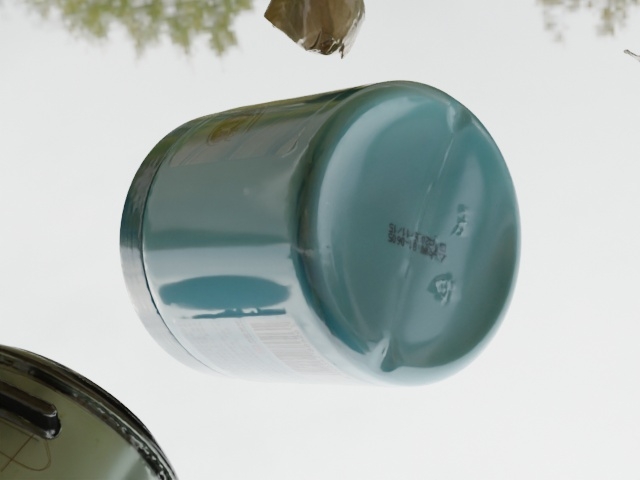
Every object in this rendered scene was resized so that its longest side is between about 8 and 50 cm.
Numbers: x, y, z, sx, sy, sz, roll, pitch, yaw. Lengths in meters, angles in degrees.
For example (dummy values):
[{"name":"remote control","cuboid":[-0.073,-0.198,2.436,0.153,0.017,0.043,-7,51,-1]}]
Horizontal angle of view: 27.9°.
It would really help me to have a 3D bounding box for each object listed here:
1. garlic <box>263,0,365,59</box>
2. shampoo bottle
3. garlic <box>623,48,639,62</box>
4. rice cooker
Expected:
[{"name":"garlic","cuboid":[0.002,-0.273,1.519,0.101,0.087,0.195,-58,-149,8]},{"name":"shampoo bottle","cuboid":[0.000,0.000,1.454,0.331,0.331,0.342,-35,-161,-34]},{"name":"garlic","cuboid":[0.356,-0.193,1.167,0.124,0.174,0.099,29,-114,11]},{"name":"rice cooker","cuboid":[-0.243,0.204,1.008,0.241,0.280,0.227,25,-124,7]}]
